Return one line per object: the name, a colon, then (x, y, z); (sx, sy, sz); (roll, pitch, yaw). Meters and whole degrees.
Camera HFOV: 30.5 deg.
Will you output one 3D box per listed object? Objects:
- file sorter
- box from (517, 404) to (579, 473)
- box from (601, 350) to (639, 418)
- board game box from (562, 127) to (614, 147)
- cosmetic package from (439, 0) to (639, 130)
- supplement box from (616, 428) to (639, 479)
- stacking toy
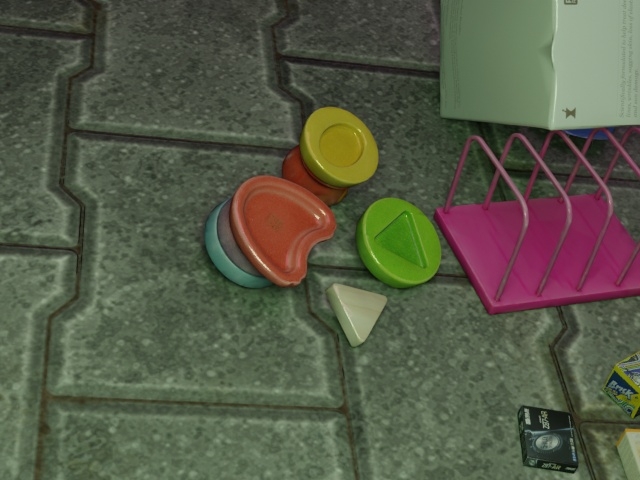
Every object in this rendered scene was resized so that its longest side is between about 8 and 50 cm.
file sorter: (0.350, -0.043, 1.673); (0.290, 0.182, 0.202); (-6, 45, -22)
box: (0.283, 0.247, 1.461); (0.067, 0.018, 0.083); (10, 42, -6)
box: (0.458, 0.171, 1.569); (0.169, 0.054, 0.059); (-21, 53, -34)
board game box: (0.432, -0.204, 1.985); (0.133, 0.033, 0.169); (22, 37, 15)
cosmetic package: (0.321, -0.281, 1.766); (0.156, 0.217, 0.385); (-3, 11, -19)
supplement box: (0.411, 0.283, 1.447); (0.062, 0.036, 0.098); (5, 43, -11)
stacking toy: (0.000, 0.000, 1.619); (0.279, 0.130, 0.309); (49, 49, -3)
